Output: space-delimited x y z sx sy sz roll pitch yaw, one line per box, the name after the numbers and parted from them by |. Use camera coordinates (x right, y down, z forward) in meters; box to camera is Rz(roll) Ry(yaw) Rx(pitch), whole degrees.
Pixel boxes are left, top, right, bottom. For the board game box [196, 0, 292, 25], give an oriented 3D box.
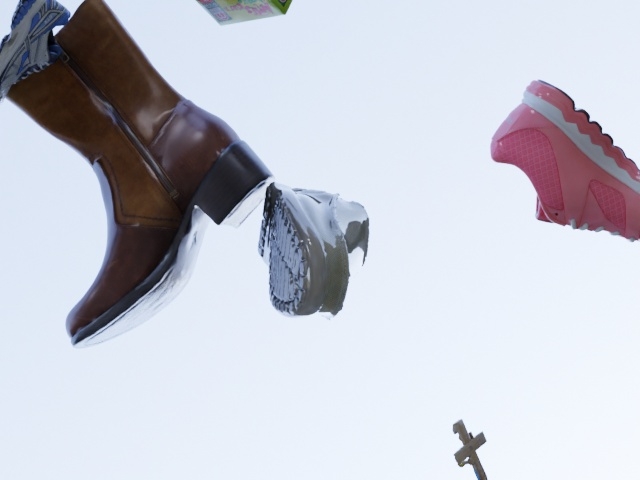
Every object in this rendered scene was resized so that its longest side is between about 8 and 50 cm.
-0.043 -0.297 1.170 0.043 0.092 0.181 42 -118 -38 | board game box

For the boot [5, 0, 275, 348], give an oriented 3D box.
-0.227 -0.068 1.191 0.280 0.096 0.264 44 -81 13 | boot

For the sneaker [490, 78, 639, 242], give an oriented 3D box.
0.341 -0.055 1.511 0.314 0.116 0.136 44 -81 0 | sneaker

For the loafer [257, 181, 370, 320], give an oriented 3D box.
0.000 0.000 1.059 0.092 0.268 0.102 4 -75 -8 | loafer

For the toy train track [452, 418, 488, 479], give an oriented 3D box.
0.124 0.186 0.979 0.014 0.048 0.083 -23 -89 40 | toy train track

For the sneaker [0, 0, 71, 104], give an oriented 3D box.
-0.289 -0.183 1.190 0.058 0.052 0.135 24 -60 -21 | sneaker
